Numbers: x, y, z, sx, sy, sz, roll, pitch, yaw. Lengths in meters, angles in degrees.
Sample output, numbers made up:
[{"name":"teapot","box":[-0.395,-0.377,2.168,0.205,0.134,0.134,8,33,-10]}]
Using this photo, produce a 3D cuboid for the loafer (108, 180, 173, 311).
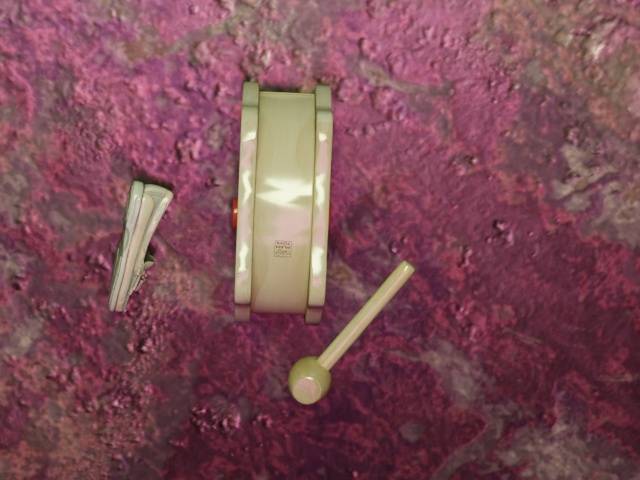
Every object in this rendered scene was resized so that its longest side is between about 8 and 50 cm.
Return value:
[{"name":"loafer","box":[-0.161,0.009,1.610,0.039,0.045,0.125,9,110,-12]}]

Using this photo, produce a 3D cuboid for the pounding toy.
[{"name":"pounding toy","box":[0.000,0.000,1.562,0.155,0.154,0.269,2,94,-2]}]
